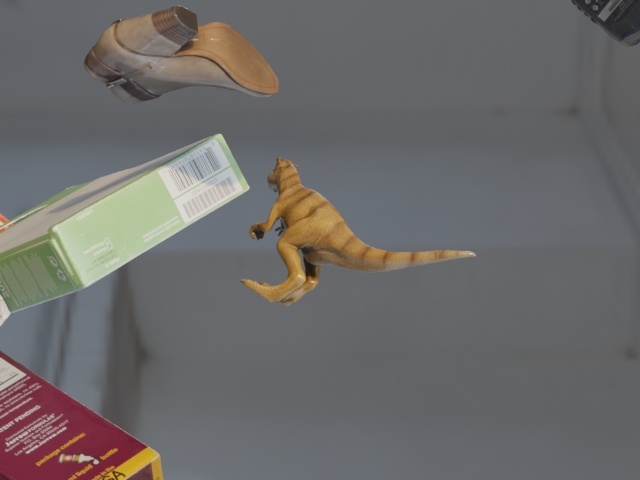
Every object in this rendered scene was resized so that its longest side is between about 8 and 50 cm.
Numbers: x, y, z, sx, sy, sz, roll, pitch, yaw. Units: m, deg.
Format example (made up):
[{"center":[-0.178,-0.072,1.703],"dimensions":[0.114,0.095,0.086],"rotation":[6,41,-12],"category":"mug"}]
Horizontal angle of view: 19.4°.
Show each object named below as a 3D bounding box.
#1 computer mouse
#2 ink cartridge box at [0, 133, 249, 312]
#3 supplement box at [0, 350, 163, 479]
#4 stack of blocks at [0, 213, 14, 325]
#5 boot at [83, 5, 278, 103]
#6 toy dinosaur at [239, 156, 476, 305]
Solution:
[{"center":[0.318,-0.191,1.742],"dimensions":[0.071,0.242,0.041],"rotation":[-47,-177,7],"category":"computer mouse"},{"center":[-0.188,-0.005,1.440],"dimensions":[0.235,0.171,0.056],"rotation":[-18,-78,52],"category":"ink cartridge box"},{"center":[-0.189,0.156,1.218],"dimensions":[0.188,0.081,0.104],"rotation":[26,-45,36],"category":"supplement box"},{"center":[-0.386,-0.001,1.930],"dimensions":[0.087,0.171,0.297],"rotation":[-54,-150,-10],"category":"stack of blocks"},{"center":[-0.098,-0.117,1.277],"dimensions":[0.118,0.087,0.042],"rotation":[35,41,-35],"category":"boot"},{"center":[0.000,0.000,1.349],"dimensions":[0.112,0.064,0.211],"rotation":[-56,-135,4],"category":"toy dinosaur"}]
